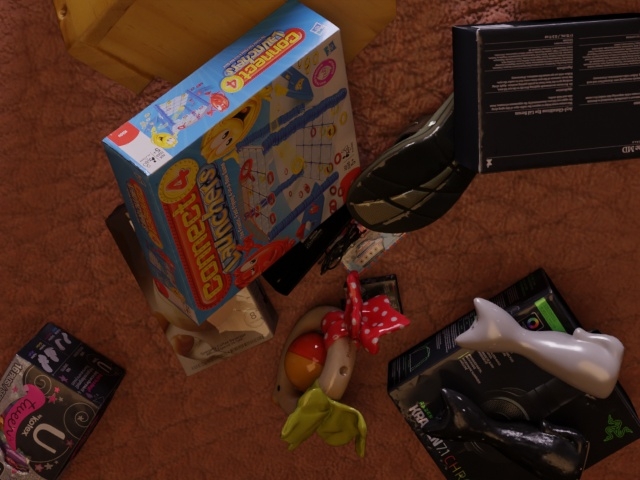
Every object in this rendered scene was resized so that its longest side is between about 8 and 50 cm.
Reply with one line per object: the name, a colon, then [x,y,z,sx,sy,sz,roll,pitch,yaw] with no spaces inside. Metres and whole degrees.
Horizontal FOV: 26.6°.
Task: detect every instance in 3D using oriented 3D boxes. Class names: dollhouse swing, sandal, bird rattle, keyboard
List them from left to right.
dollhouse swing: [-0.122,-0.370,1.721,0.347,0.305,0.315,-42,54,33]
bird rattle: [0.000,0.161,1.838,0.143,0.207,0.253,11,88,-31]
keyboard: [0.000,0.000,1.876,0.192,0.038,0.100,-50,60,16]
sandal: [0.161,-0.124,1.818,0.303,0.086,0.120,-43,113,-5]

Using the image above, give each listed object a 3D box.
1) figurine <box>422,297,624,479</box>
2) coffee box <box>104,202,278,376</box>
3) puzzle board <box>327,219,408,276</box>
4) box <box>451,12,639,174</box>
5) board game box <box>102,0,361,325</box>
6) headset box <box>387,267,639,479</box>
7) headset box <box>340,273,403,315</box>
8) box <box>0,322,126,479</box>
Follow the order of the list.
figurine: [0.260,0.192,1.753,0.209,0.092,0.215,18,104,2]
coffee box: [-0.176,0.042,1.870,0.141,0.098,0.246,-26,101,9]
puzzle board: [0.063,-0.020,1.884,0.128,0.011,0.096,-42,98,13]
box: [0.308,-0.192,1.743,0.261,0.103,0.184,-6,102,-13]
board game box: [-0.095,-0.092,1.678,0.302,0.308,0.086,-41,58,-20]
headset box: [0.274,0.212,1.866,0.283,0.131,0.246,-32,100,10]
headset box: [0.070,0.086,1.899,0.083,0.032,0.062,-10,103,7]
box: [-0.406,0.270,1.908,0.142,0.163,0.247,32,104,-3]
